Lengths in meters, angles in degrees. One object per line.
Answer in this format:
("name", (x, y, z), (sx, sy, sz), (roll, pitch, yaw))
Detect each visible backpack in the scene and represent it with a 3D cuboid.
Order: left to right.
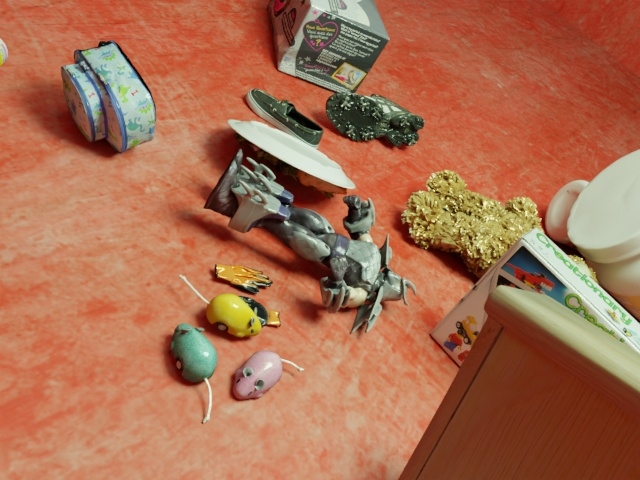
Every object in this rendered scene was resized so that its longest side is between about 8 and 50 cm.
("backpack", (-0.253, -0.163, 0.806), (0.084, 0.105, 0.114), (-31, 69, -28))

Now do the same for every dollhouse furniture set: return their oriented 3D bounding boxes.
("dollhouse furniture set", (0.230, 0.205, 0.484), (0.394, 0.256, 0.362), (13, 18, -43))

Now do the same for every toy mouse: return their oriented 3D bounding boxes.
("toy mouse", (-0.089, 0.114, 0.666), (0.161, 0.031, 0.143), (32, 40, -12))

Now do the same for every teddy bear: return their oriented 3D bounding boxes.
("teddy bear", (0.281, 0.014, 1.015), (0.245, 0.113, 0.338), (-18, 60, -45))

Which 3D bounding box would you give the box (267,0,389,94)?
("box", (0.006, -0.411, 1.255), (0.164, 0.142, 0.247), (16, 39, -24))

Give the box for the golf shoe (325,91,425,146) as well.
("golf shoe", (0.082, -0.215, 1.165), (0.198, 0.077, 0.094), (13, 27, -34))

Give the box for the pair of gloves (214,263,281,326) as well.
("pair of gloves", (-0.082, 0.062, 0.758), (0.074, 0.010, 0.083), (13, 44, -29))

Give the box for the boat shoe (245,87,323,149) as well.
("boat shoe", (-0.053, -0.196, 1.049), (0.142, 0.040, 0.049), (39, 36, 6))

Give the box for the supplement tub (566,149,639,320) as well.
("supplement tub", (0.582, 0.032, 1.072), (0.331, 0.241, 0.241), (38, 34, -17))

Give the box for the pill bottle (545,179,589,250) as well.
("pill bottle", (0.538, -0.019, 1.244), (0.221, 0.121, 0.121), (21, 38, -18))

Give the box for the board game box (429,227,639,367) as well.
("board game box", (0.295, 0.159, 0.789), (0.305, 0.193, 0.053), (48, 38, 17))

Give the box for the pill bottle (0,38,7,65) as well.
("pill bottle", (-0.402, -0.208, 0.785), (0.043, 0.043, 0.083), (25, 37, -13))

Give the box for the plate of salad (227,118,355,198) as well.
("plate of salad", (-0.043, -0.113, 0.942), (0.200, 0.048, 0.200), (26, 13, -7))

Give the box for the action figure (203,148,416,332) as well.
("action figure", (0.000, 0.000, 0.823), (0.285, 0.099, 0.185), (31, 30, -11))
